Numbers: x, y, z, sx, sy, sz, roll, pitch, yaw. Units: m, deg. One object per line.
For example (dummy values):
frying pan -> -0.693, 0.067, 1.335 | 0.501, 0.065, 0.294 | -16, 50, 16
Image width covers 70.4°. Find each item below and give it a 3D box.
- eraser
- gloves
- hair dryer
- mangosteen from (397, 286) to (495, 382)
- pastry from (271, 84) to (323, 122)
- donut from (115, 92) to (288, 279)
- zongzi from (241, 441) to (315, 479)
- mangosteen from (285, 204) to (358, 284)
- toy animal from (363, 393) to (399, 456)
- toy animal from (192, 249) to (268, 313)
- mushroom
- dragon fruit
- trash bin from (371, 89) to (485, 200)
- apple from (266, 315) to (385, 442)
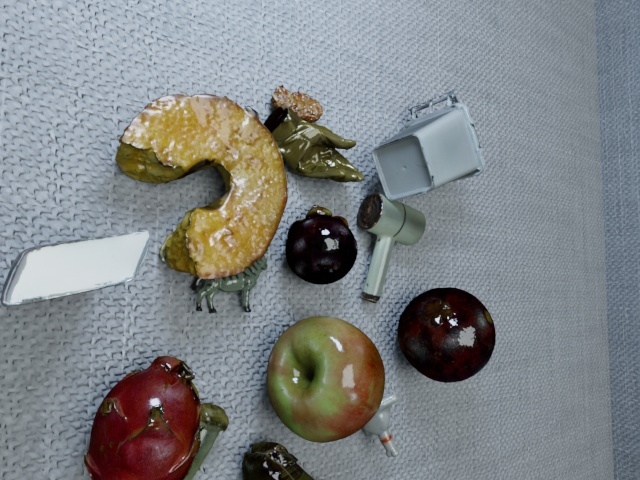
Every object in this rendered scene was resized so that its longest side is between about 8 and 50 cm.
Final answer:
eraser -> -0.461, 0.051, 0.831 | 0.213, 0.397, 0.082 | -11, 92, -34
gloves -> -0.015, -0.259, 1.321 | 0.331, 0.141, 0.154 | 31, 54, -27
hair dryer -> 0.201, 0.046, 1.470 | 0.203, 0.128, 0.362 | 18, 84, -32
mangosteen -> 0.418, 0.320, 1.487 | 0.306, 0.306, 0.359 | -58, 137, -24
pastry -> -0.075, -0.392, 1.341 | 0.169, 0.063, 0.087 | 12, 71, -28
donut -> -0.271, -0.133, 1.126 | 0.377, 0.163, 0.435 | -25, 98, -35
zongzi -> -0.053, 0.654, 1.241 | 0.317, 0.154, 0.289 | -12, 89, -54
mangosteen -> 0.000, 0.000, 1.291 | 0.211, 0.211, 0.250 | 21, 43, -32
toy animal -> 0.161, 0.510, 1.384 | 0.138, 0.140, 0.282 | -42, 106, -20
toy animal -> -0.227, 0.102, 1.190 | 0.217, 0.073, 0.176 | 2, 79, -30
mushroom -> -0.338, 0.529, 1.073 | 0.100, 0.081, 0.312 | 44, 68, -20
dragon fruit -> -0.367, 0.406, 0.959 | 0.250, 0.250, 0.315 | 33, 77, -28
trash bin -> 0.337, -0.294, 1.464 | 0.367, 0.256, 0.296 | -31, 105, -46
apple -> 0.021, 0.361, 1.197 | 0.277, 0.319, 0.319 | 22, 73, -51
